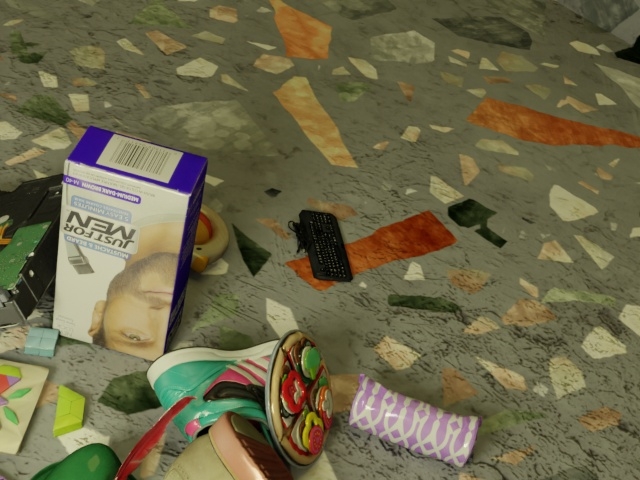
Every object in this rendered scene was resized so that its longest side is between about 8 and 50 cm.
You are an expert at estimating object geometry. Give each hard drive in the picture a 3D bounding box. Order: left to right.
[{"bbox_3d":[-0.503,0.019,1.673,0.237,0.064,0.339,-11,32,18],"label":"hard drive"}]

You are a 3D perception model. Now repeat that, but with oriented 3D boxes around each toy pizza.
[{"bbox_3d":[-0.021,0.228,1.552,0.032,0.201,0.201,-8,30,25],"label":"toy pizza"}]

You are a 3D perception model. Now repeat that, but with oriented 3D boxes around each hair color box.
[{"bbox_3d":[-0.290,0.013,1.606,0.185,0.339,0.110,15,39,1],"label":"hair color box"}]

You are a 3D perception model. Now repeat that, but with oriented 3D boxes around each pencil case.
[{"bbox_3d":[0.145,0.272,1.627,0.206,0.086,0.088,19,53,6],"label":"pencil case"}]

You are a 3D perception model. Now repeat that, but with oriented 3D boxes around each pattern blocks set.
[{"bbox_3d":[-0.481,0.232,1.525,0.285,0.026,0.325,2,39,-16],"label":"pattern blocks set"}]

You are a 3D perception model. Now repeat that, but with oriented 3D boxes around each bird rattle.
[{"bbox_3d":[-0.260,-0.027,1.886,0.207,0.143,0.253,30,26,1],"label":"bird rattle"}]

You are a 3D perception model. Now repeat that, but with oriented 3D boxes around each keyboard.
[{"bbox_3d":[0.000,0.000,1.966,0.100,0.038,0.192,2,38,-15],"label":"keyboard"}]

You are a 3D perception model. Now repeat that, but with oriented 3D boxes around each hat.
[{"bbox_3d":[-0.297,0.288,1.384,0.173,0.183,0.208,25,39,14],"label":"hat"}]

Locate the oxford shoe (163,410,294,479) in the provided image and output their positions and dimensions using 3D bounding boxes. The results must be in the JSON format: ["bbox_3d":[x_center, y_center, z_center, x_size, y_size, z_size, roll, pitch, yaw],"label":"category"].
[{"bbox_3d":[-0.062,0.418,1.374,0.397,0.146,0.140,55,9,28],"label":"oxford shoe"}]

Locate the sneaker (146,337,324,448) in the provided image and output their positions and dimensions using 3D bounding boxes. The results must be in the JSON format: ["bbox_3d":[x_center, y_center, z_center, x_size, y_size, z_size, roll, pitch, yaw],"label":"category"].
[{"bbox_3d":[-0.092,0.241,1.566,0.295,0.124,0.178,-1,49,-36],"label":"sneaker"}]
